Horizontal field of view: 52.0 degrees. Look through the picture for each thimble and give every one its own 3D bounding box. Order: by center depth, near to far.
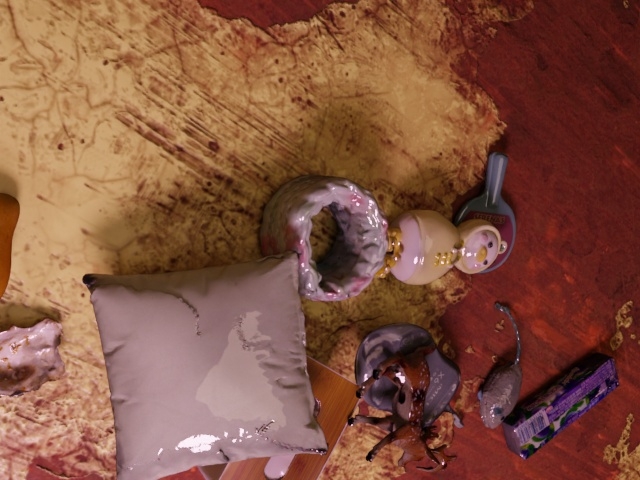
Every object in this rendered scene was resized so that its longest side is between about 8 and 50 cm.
[{"bbox_3d":[0.000,0.000,1.078,0.185,0.149,0.211,31,81,-28],"label":"thimble"}]

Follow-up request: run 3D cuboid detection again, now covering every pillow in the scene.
[{"bbox_3d":[-0.159,0.178,0.933,0.312,0.119,0.310,-8,89,-9],"label":"pillow"}]

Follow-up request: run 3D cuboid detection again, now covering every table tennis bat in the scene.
[{"bbox_3d":[0.333,-0.054,1.308,0.152,0.040,0.244,7,96,-25],"label":"table tennis bat"}]

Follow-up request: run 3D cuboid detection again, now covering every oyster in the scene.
[{"bbox_3d":[-0.437,0.169,0.922,0.148,0.051,0.103,-7,87,-35],"label":"oyster"}]

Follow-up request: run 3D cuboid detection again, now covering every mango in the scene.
[{"bbox_3d":[-0.463,0.019,0.877,0.102,0.085,0.184,20,80,-28],"label":"mango"}]

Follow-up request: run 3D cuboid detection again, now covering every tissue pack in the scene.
[{"bbox_3d":[-0.073,0.301,1.076,0.159,0.136,0.246,34,80,-26],"label":"tissue pack"}]

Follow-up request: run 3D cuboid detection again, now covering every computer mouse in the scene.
[{"bbox_3d":[0.173,0.266,1.233,0.167,0.090,0.379,-48,128,-7],"label":"computer mouse"}]

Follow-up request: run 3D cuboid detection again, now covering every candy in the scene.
[{"bbox_3d":[0.524,0.356,1.431,0.312,0.061,0.088,-26,108,-22],"label":"candy"}]

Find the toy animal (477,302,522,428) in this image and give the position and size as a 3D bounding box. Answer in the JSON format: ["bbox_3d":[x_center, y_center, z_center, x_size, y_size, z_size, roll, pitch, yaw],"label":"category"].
[{"bbox_3d":[0.380,0.261,1.346,0.079,0.070,0.253,16,84,-44],"label":"toy animal"}]

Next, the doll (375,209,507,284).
[{"bbox_3d":[0.228,0.013,1.200,0.296,0.117,0.141,0,108,-20],"label":"doll"}]

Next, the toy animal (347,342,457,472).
[{"bbox_3d":[0.158,0.302,1.118,0.260,0.087,0.244,7,102,-44],"label":"toy animal"}]
